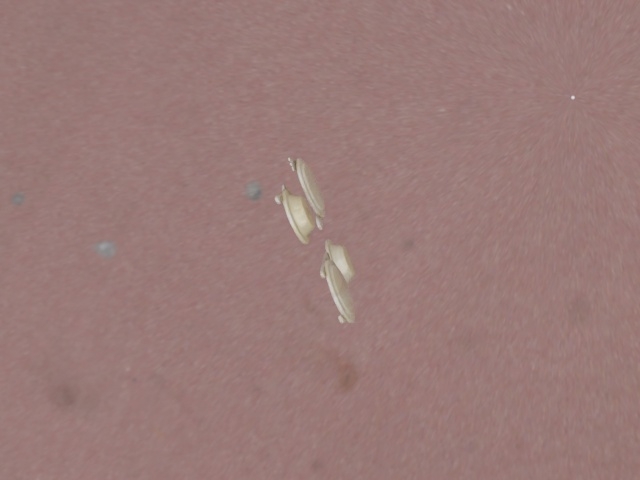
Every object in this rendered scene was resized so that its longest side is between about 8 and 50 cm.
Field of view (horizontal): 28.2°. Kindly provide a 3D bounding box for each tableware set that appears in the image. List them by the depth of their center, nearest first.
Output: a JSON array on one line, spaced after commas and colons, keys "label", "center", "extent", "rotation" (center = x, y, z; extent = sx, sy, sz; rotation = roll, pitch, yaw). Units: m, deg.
[{"label": "tableware set", "center": [0.000, 0.000, 1.230], "extent": [0.020, 0.141, 0.168], "rotation": [-22, 101, 12]}]
